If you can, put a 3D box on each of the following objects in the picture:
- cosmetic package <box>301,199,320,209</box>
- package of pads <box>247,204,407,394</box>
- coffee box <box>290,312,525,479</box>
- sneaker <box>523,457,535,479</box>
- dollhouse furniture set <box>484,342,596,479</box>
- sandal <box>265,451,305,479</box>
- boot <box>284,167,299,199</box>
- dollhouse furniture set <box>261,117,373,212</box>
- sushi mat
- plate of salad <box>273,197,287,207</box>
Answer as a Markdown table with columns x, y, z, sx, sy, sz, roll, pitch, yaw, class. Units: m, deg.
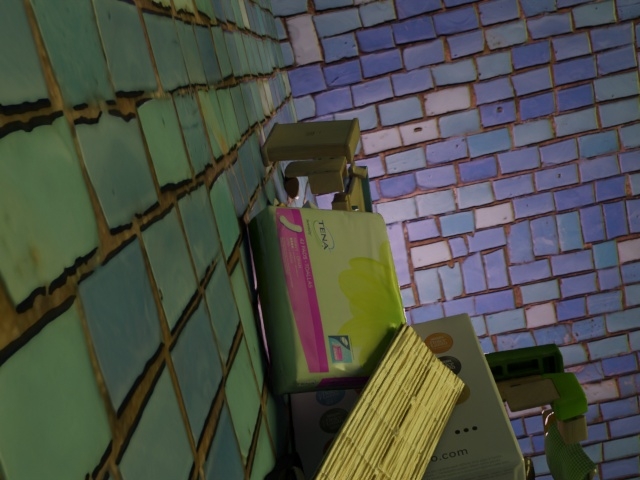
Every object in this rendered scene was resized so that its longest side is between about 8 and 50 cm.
| x | y | z | sx | sy | sz | roll | pitch | yaw | class |
| --- | --- | --- | --- | --- | --- | --- | --- | --- | --- |
| 0.000 | 0.000 | 1.937 | 0.117 | 0.085 | 0.231 | 38 | 12 | -20 | cosmetic package |
| 0.021 | 0.090 | 1.265 | 0.101 | 0.229 | 0.296 | -42 | -127 | 51 | package of pads |
| 0.149 | 0.384 | 1.374 | 0.334 | 0.338 | 0.338 | -99 | 175 | -53 | coffee box |
| 0.365 | 0.464 | 1.467 | 0.188 | 0.066 | 0.071 | 67 | 27 | -52 | sneaker |
| 0.397 | 0.370 | 1.447 | 0.197 | 0.151 | 0.301 | -92 | 169 | -67 | dollhouse furniture set |
| -0.031 | 0.329 | 1.017 | 0.254 | 0.055 | 0.097 | -68 | 145 | -84 | sandal |
| -0.073 | -0.139 | 2.142 | 0.087 | 0.042 | 0.118 | 76 | 3 | -57 | boot |
| -0.007 | -0.087 | 1.799 | 0.286 | 0.198 | 0.303 | -72 | 156 | -54 | dollhouse furniture set |
| 0.106 | 0.272 | 1.144 | 0.151 | 0.019 | 0.316 | 48 | 48 | -13 | sushi mat |
| -0.066 | 0.005 | 1.685 | 0.200 | 0.048 | 0.199 | -13 | 90 | -87 | plate of salad |
